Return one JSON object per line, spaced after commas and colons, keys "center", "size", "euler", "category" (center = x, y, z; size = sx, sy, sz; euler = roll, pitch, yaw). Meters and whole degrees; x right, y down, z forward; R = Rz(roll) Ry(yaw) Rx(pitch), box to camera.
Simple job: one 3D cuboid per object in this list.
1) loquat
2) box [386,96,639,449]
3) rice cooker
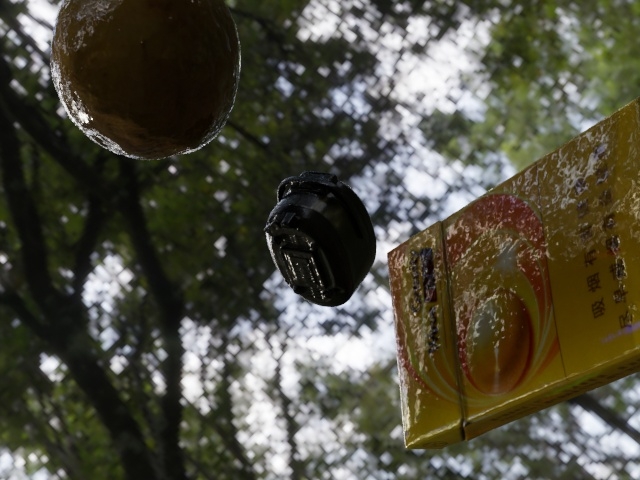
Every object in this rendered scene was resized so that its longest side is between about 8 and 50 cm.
{"center": [-0.189, -0.201, 1.503], "size": [0.238, 0.193, 0.238], "euler": [1, -90, -77], "category": "loquat"}
{"center": [0.137, 0.033, 0.889], "size": [0.043, 0.152, 0.269], "euler": [10, -25, -29], "category": "box"}
{"center": [0.000, 0.000, 1.622], "size": [0.106, 0.112, 0.165], "euler": [-57, -41, -34], "category": "rice cooker"}
